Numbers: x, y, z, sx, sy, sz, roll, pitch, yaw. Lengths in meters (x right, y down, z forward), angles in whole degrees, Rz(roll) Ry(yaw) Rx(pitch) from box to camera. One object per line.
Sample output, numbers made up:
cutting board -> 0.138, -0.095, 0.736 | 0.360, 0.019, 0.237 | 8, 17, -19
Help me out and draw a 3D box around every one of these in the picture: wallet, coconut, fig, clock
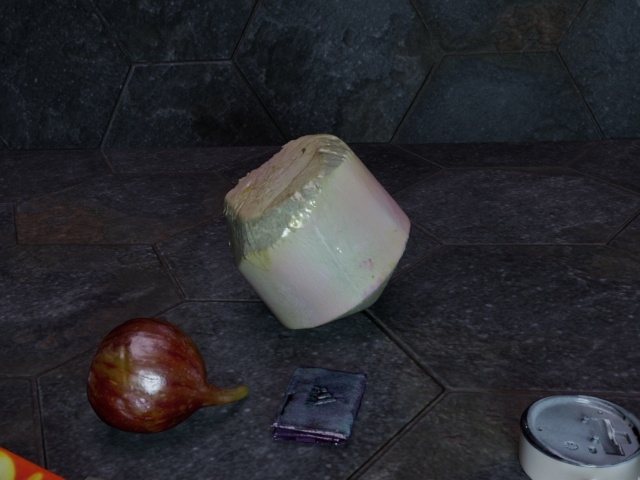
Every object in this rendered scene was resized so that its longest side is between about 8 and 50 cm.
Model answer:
wallet -> 0.002, 0.236, 1.100 | 0.111, 0.030, 0.166 | 7, 25, 12
coconut -> 0.000, 0.000, 1.339 | 0.298, 0.309, 0.297 | -28, 29, 17
fig -> -0.216, 0.199, 1.076 | 0.207, 0.175, 0.175 | 20, 26, 6
clock -> 0.331, 0.255, 0.961 | 0.156, 0.063, 0.229 | -1, 23, 9

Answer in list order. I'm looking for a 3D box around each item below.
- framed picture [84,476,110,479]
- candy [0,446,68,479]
framed picture -> -0.229, 0.343, 0.890 | 0.203, 0.015, 0.150 | 4, 23, 18
candy -> -0.302, 0.313, 0.766 | 0.276, 0.088, 0.146 | 22, 36, 15
